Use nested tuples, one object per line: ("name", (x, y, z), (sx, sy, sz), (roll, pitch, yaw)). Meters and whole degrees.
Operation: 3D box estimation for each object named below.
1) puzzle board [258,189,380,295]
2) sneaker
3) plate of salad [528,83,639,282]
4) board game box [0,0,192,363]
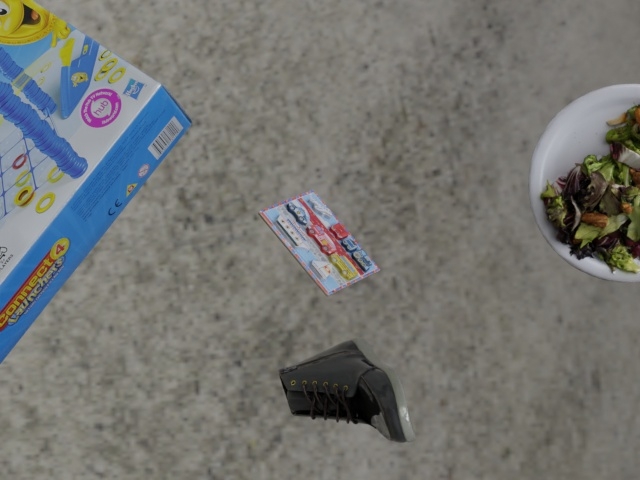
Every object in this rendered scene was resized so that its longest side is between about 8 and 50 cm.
("puzzle board", (0.000, 0.000, 1.643), (0.096, 0.011, 0.128), (-23, 67, -47))
("sneaker", (0.029, 0.190, 1.658), (0.118, 0.222, 0.083), (-18, 109, -11))
("plate of salad", (0.307, -0.056, 1.426), (0.048, 0.199, 0.200), (-23, 102, -80))
("board game box", (-0.332, -0.081, 1.333), (0.308, 0.302, 0.086), (-53, 156, -9))
